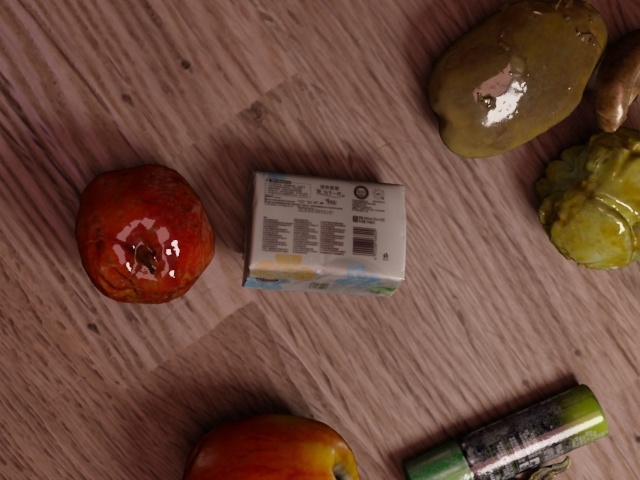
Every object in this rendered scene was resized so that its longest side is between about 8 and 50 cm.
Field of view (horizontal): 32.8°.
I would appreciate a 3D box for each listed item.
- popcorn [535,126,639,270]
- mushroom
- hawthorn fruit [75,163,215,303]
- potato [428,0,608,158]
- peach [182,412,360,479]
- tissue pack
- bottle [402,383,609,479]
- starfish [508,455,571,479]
[{"bbox_3d":[0.441,-0.060,1.643,0.221,0.183,0.204,-44,112,2],"label":"popcorn"},{"bbox_3d":[0.460,-0.258,1.609,0.072,0.094,0.209,29,69,21],"label":"mushroom"},{"bbox_3d":[-0.248,0.004,1.516,0.208,0.243,0.207,-3,106,-10],"label":"hawthorn fruit"},{"bbox_3d":[0.291,-0.246,1.594,0.296,0.141,0.191,-38,109,-1],"label":"potato"},{"bbox_3d":[-0.072,0.389,1.645,0.281,0.238,0.281,1,134,1],"label":"peach"},{"bbox_3d":[0.000,0.000,1.622,0.230,0.145,0.159,4,70,-11],"label":"tissue pack"},{"bbox_3d":[0.298,0.338,1.760,0.330,0.093,0.093,-23,106,-3],"label":"bottle"},{"bbox_3d":[0.360,0.451,1.818,0.208,0.053,0.175,-17,106,-1],"label":"starfish"}]
